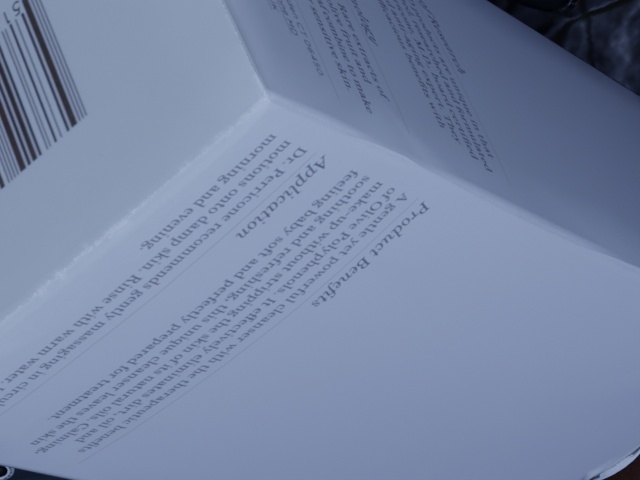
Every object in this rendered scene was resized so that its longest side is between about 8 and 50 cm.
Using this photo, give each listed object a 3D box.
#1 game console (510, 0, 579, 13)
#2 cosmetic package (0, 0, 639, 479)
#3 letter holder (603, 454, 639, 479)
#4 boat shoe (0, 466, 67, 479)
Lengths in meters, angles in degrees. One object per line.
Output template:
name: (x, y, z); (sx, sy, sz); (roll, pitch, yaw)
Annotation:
game console: (0.058, -0.182, 0.877); (0.085, 0.124, 0.144); (-7, 114, -46)
cosmetic package: (0.000, 0.000, 0.774); (0.197, 0.155, 0.365); (-38, 148, 21)
letter holder: (0.226, 0.129, 0.972); (0.152, 0.214, 0.302); (13, 103, -23)
boat shoe: (-0.177, 0.075, 0.859); (0.340, 0.127, 0.113); (9, 104, -24)
